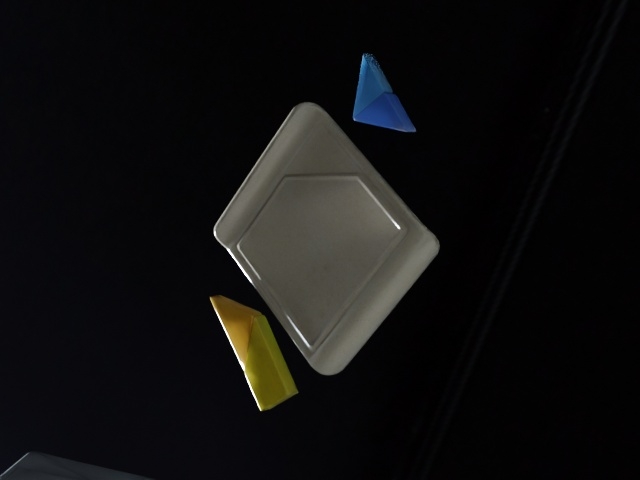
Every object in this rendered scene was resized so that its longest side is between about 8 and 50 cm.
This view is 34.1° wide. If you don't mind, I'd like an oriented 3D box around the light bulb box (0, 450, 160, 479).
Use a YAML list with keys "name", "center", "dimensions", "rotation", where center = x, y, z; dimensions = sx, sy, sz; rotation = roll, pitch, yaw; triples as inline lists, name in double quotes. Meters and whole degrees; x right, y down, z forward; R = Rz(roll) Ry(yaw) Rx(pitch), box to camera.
- name: "light bulb box"
  center: [-0.076, 0.359, 0.644]
  dimensions: [0.358, 0.225, 0.361]
  rotation: [14, -93, -3]

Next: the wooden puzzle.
- name: "wooden puzzle"
  center: [0.000, 0.000, 0.361]
  dimensions: [0.014, 0.078, 0.116]
  rotation: [-6, -34, -52]
